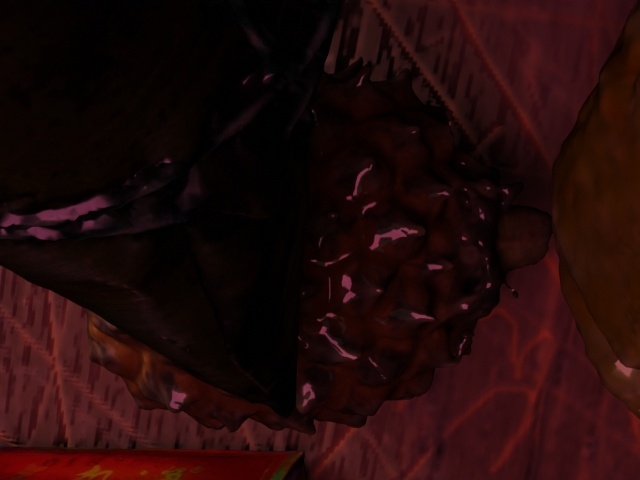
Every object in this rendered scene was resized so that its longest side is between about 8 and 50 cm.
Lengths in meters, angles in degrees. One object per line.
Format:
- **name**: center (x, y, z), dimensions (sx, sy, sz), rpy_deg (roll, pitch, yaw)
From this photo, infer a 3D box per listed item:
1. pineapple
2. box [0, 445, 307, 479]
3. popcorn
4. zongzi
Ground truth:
- **pineapple**: center (0.000, 0.000, 0.790), dimensions (0.193, 0.166, 0.166), rpy_deg (-3, 110, 12)
- **box**: center (-0.091, 0.258, 0.955), dimensions (0.197, 0.089, 0.313), rpy_deg (-1, 110, 17)
- **popcorn**: center (0.177, -0.019, 0.701), dimensions (0.184, 0.204, 0.221), rpy_deg (15, 129, 12)
- **zongzi**: center (-0.045, -0.183, 0.610), dimensions (0.362, 0.383, 0.319), rpy_deg (-18, 149, 41)
